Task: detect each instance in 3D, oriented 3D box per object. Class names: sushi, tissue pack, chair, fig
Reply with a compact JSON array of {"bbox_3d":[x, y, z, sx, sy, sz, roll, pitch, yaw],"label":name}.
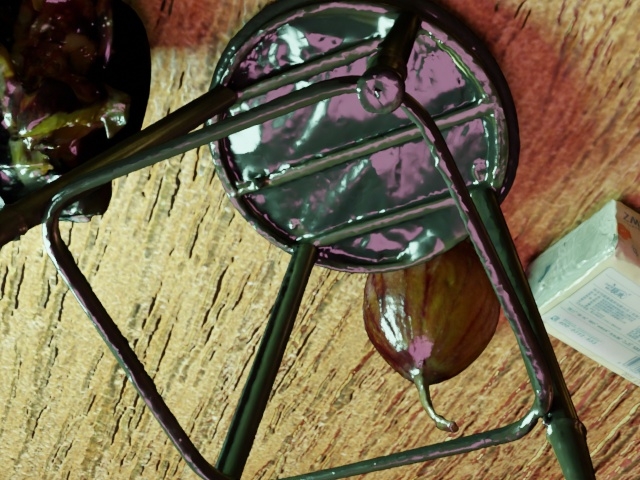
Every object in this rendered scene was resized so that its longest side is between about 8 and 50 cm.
[{"bbox_3d":[-0.261,-0.137,0.943,0.213,0.227,0.215,8,135,5],"label":"sushi"},{"bbox_3d":[0.332,0.062,1.107,0.196,0.092,0.148,29,133,-18],"label":"tissue pack"},{"bbox_3d":[0.000,0.000,0.863,0.365,0.410,0.361,-19,115,23],"label":"chair"},{"bbox_3d":[0.112,0.092,1.138,0.148,0.202,0.149,17,172,14],"label":"fig"}]
